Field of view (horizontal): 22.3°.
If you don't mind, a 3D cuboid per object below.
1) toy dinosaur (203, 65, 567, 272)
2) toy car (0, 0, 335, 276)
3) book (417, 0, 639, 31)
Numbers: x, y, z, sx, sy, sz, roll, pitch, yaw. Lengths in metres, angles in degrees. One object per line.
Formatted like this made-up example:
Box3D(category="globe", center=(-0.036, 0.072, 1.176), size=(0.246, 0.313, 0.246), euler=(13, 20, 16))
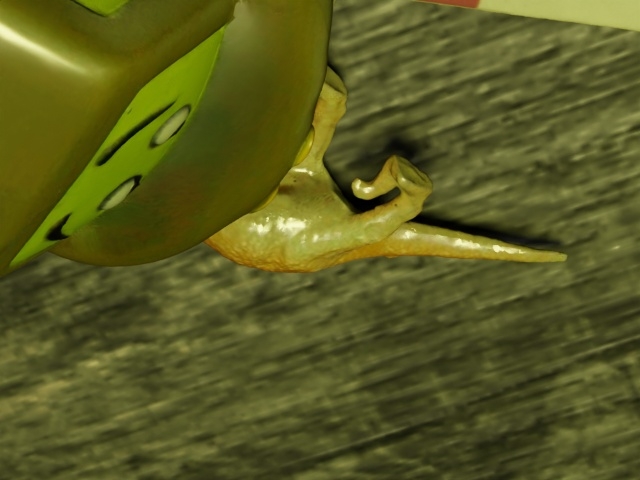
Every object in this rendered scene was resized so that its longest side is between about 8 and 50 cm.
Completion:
Box3D(category="toy dinosaur", center=(0.000, 0.000, 0.667), size=(0.162, 0.039, 0.126), euler=(35, 127, -23))
Box3D(category="toy car", center=(-0.112, -0.076, 0.502), size=(0.248, 0.198, 0.204), euler=(28, 123, -23))
Box3D(category="book", center=(0.104, -0.152, 0.572), size=(0.231, 0.022, 0.162), euler=(8, 122, -1))
